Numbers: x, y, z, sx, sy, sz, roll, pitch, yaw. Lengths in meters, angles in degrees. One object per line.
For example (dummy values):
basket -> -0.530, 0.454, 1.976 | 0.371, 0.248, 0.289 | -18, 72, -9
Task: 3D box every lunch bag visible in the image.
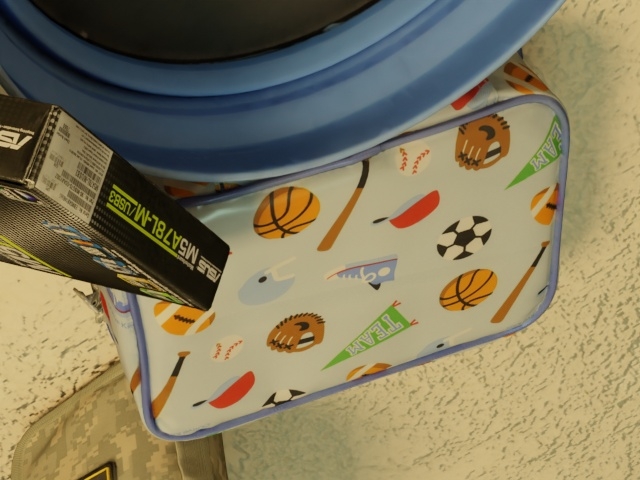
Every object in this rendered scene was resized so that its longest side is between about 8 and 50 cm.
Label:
lunch bag -> 0.000, 0.000, 0.985 | 0.303, 0.115, 0.243 | -15, 138, -13
lunch bag -> -0.140, 0.244, 1.129 | 0.169, 0.235, 0.287 | 8, 132, -21

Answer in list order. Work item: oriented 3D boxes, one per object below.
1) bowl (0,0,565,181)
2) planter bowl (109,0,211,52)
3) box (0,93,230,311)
bowl -> 0.001, -0.201, 0.738 | 0.391, 0.077, 0.391 | -23, 142, -20
planter bowl -> -0.122, -0.199, 0.777 | 0.217, 0.090, 0.217 | -23, 142, -19
box -> -0.162, -0.027, 0.780 | 0.184, 0.045, 0.190 | 10, 165, 24
